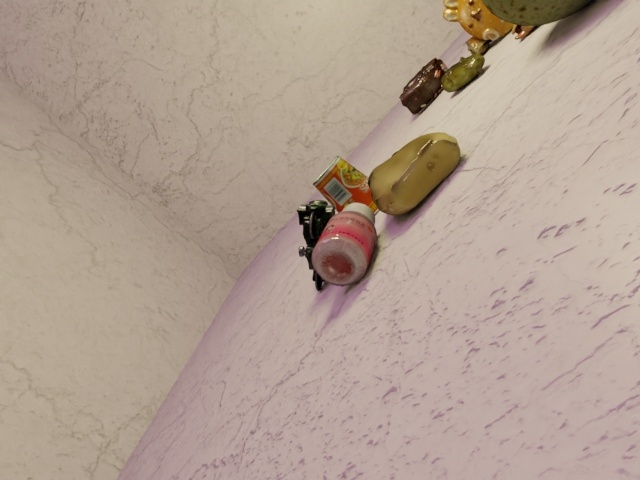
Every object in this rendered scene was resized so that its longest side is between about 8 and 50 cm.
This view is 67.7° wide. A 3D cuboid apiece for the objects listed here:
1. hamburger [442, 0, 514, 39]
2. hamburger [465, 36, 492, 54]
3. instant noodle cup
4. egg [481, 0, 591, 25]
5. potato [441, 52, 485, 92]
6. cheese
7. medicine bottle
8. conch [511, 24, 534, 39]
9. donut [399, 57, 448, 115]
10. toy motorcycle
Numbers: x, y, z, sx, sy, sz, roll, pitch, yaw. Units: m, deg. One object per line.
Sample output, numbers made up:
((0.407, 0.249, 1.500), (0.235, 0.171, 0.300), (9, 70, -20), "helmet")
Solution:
((0.653, -0.943, 1.898), (0.186, 0.303, 0.261), (-50, -23, -26), "hamburger")
((0.678, -0.845, 2.036), (0.102, 0.087, 0.176), (-47, 7, 23), "hamburger")
((0.092, -0.166, 1.607), (0.193, 0.212, 0.193), (-48, 9, 10), "instant noodle cup")
((0.605, -0.756, 1.215), (0.428, 0.345, 0.345), (-26, 23, 42), "egg")
((0.542, -0.640, 1.819), (0.117, 0.090, 0.225), (-67, 17, -14), "potato")
((0.235, -0.181, 1.309), (0.259, 0.128, 0.316), (-42, 15, -3), "cheese")
((0.073, 0.000, 1.244), (0.147, 0.147, 0.247), (-43, 12, 34), "medicine bottle")
((0.725, -0.779, 1.543), (0.255, 0.127, 0.158), (109, 160, -49), "conch")
((0.509, -0.752, 2.313), (0.259, 0.136, 0.345), (-43, 12, 23), "donut")
((0.000, 0.000, 1.404), (0.187, 0.125, 0.274), (-70, -21, -54), "toy motorcycle")
